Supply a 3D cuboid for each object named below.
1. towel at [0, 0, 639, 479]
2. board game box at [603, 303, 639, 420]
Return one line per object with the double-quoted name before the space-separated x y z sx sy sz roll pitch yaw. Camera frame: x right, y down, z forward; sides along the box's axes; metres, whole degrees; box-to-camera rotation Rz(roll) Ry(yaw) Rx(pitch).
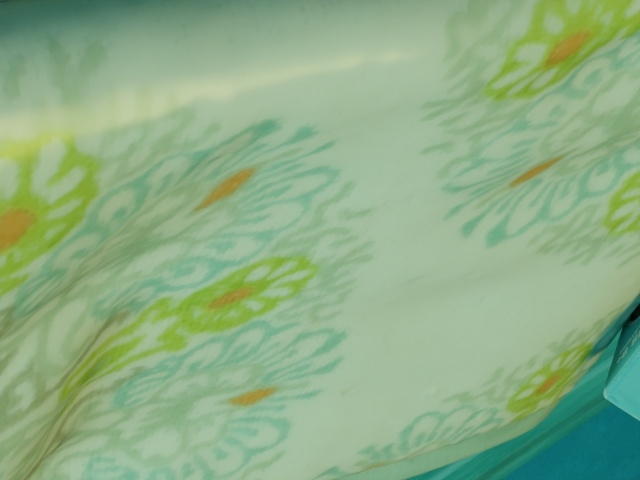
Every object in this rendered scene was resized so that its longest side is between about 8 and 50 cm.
"towel" 0.000 0.000 0.542 0.374 0.090 0.320 -16 154 -31
"board game box" 0.245 -0.087 0.726 0.253 0.079 0.336 -59 179 34
